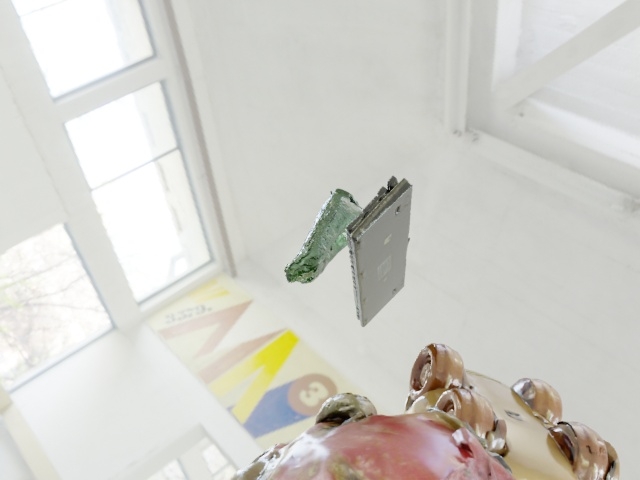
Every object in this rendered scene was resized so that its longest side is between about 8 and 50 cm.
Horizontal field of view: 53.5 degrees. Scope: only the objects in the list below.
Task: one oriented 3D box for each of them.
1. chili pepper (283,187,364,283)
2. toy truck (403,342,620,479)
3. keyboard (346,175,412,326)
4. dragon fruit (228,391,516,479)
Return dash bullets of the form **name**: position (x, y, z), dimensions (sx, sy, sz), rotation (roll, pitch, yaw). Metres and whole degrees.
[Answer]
- **chili pepper**: position (0.000, 0.000, 0.982), dimensions (0.088, 0.227, 0.059), rotation (49, -50, -5)
- **toy truck**: position (0.192, 0.261, 0.771), dimensions (0.204, 0.212, 0.288), rotation (20, 13, -9)
- **keyboard**: position (0.078, 0.026, 0.825), dimensions (0.027, 0.106, 0.317), rotation (40, -16, 21)
- **dragon fruit**: position (0.024, 0.253, 0.484), dimensions (0.250, 0.269, 0.291), rotation (44, -42, -15)
